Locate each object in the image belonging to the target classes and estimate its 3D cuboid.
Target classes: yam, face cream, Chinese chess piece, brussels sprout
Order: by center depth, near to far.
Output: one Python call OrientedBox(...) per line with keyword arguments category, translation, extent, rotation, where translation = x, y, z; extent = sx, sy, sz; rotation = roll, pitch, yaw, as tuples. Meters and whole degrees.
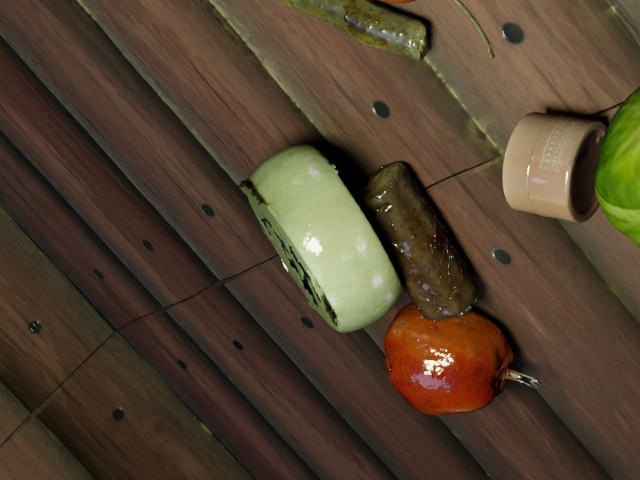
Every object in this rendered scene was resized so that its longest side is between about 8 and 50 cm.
OrientedBox(category="brussels sprout", translation=(0.466, -0.106, 1.403), extent=(0.210, 0.219, 0.271), rotation=(36, 164, 3))
OrientedBox(category="face cream", translation=(0.343, -0.106, 1.600), extent=(0.104, 0.149, 0.149), rotation=(14, 138, 35))
OrientedBox(category="yam", translation=(0.029, -0.360, 1.711), extent=(0.317, 0.067, 0.071), rotation=(28, 175, 20))
OrientedBox(category="yam", translation=(0.165, 0.006, 1.947), extent=(0.131, 0.131, 0.280), rotation=(-8, 121, 51))
OrientedBox(category="Chinese chess piece", translation=(0.000, 0.000, 1.968), extent=(0.349, 0.146, 0.349), rotation=(57, 173, 10))

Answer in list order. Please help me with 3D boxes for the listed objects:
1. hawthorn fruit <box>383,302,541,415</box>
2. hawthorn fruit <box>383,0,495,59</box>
OrientedBox(category="hawthorn fruit", translation=(0.262, 0.223, 2.034), extent=(0.299, 0.211, 0.211), rotation=(8, 136, 25))
OrientedBox(category="hawthorn fruit", translation=(0.146, -0.361, 1.520), extent=(0.285, 0.165, 0.165), rotation=(36, 148, -2))
